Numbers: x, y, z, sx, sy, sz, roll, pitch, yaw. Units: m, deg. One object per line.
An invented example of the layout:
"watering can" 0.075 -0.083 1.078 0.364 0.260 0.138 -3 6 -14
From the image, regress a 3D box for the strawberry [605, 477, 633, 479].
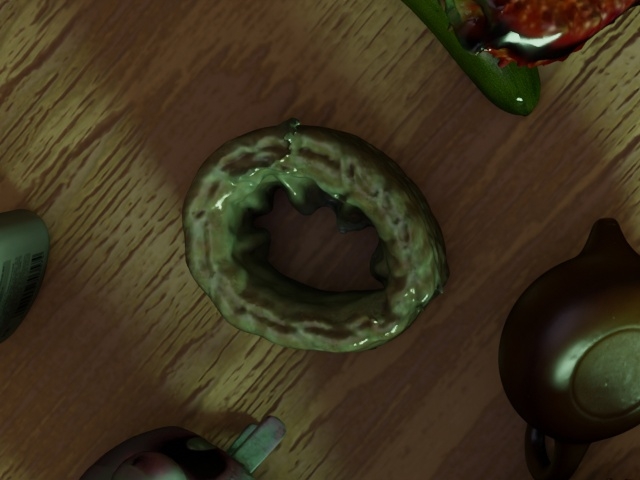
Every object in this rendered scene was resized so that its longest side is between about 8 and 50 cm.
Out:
"strawberry" 0.220 0.306 1.345 0.258 0.261 0.261 37 99 8

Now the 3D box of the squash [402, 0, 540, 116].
"squash" 0.110 -0.217 1.411 0.069 0.069 0.258 -43 88 10

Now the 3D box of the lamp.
"lamp" -0.083 0.290 1.432 0.301 0.247 0.247 44 69 -4

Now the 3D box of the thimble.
"thimble" -0.007 0.001 1.409 0.229 0.148 0.196 45 100 5

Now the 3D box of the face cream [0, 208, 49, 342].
"face cream" -0.320 0.048 1.388 0.071 0.291 0.143 23 100 5

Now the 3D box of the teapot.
"teapot" 0.229 0.102 1.402 0.178 0.135 0.252 6 117 -20

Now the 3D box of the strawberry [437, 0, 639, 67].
"strawberry" 0.208 -0.276 1.361 0.306 0.138 0.233 -19 93 -26
